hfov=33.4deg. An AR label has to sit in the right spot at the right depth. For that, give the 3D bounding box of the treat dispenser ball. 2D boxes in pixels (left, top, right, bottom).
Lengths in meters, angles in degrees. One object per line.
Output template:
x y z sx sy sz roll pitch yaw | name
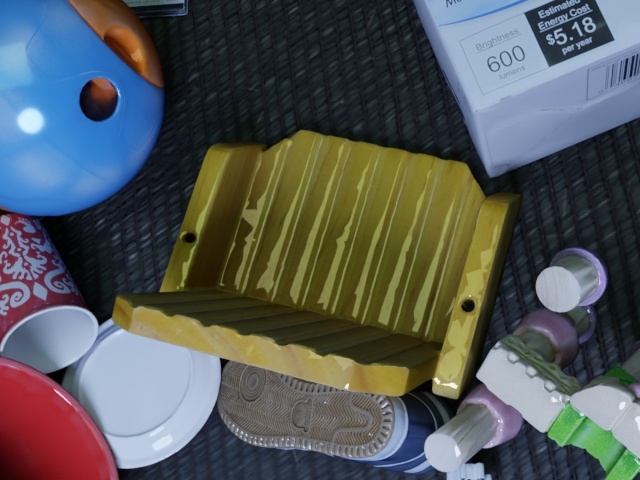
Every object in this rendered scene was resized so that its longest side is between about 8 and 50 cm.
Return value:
-0.326 -0.171 1.245 0.288 0.288 0.288 -4 73 12 | treat dispenser ball

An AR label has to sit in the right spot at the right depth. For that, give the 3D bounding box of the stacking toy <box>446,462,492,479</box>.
0.080 0.326 1.090 0.221 0.052 0.167 -13 53 21 | stacking toy

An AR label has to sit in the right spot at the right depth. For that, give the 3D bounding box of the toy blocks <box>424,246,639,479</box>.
0.318 0.143 1.027 0.288 0.260 0.309 38 122 22 | toy blocks

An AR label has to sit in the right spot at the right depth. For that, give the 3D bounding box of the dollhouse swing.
0.000 0.000 1.112 0.347 0.305 0.315 13 77 17 | dollhouse swing

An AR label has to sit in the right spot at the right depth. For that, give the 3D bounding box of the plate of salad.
-0.207 0.170 1.243 0.200 0.048 0.200 -7 59 12 | plate of salad

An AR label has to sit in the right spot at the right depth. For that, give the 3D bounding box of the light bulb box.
0.275 -0.320 1.185 0.358 0.225 0.361 -23 71 6 | light bulb box

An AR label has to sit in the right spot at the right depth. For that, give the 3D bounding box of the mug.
-0.349 0.070 1.251 0.150 0.113 0.169 -57 49 30 | mug

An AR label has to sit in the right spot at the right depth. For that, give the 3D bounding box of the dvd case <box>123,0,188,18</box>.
-0.252 -0.400 1.440 0.164 0.018 0.221 -2 73 11 | dvd case

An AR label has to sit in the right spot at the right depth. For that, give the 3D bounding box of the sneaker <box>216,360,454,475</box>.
0.019 0.191 1.169 0.282 0.153 0.099 5 81 47 | sneaker

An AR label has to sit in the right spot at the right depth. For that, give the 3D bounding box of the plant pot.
-0.391 0.294 1.129 0.243 0.275 0.275 -40 67 26 | plant pot
